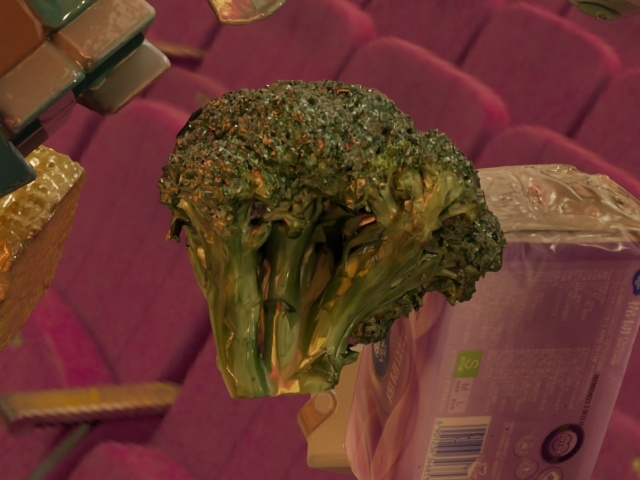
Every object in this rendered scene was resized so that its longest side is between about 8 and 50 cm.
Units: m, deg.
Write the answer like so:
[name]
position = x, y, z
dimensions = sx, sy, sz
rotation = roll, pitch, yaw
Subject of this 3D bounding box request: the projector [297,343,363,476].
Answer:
[projector]
position = 0.091, 0.240, 1.850
dimensions = 0.242, 0.177, 0.163
rotation = -10, -21, 35

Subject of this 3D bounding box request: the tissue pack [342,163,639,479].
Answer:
[tissue pack]
position = 0.173, 0.098, 1.304
dimensions = 0.242, 0.338, 0.160
rotation = -1, 28, -22

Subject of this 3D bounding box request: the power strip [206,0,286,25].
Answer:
[power strip]
position = -0.096, -0.252, 0.754
dimensions = 0.167, 0.054, 0.253
rotation = 58, -4, 41

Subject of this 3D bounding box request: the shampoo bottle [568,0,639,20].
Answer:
[shampoo bottle]
position = 0.356, -0.315, 1.308
dimensions = 0.222, 0.151, 0.349
rotation = 16, -6, -19

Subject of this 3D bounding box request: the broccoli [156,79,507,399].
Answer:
[broccoli]
position = 0.000, 0.000, 0.973
dimensions = 0.265, 0.245, 0.294
rotation = 6, -4, 38

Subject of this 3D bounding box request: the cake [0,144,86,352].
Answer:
[cake]
position = -0.466, -0.019, 1.568
dimensions = 0.286, 0.222, 0.227
rotation = 26, 38, 0

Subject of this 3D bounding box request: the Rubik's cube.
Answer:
[Rubik's cube]
position = -0.370, -0.223, 1.314
dimensions = 0.368, 0.358, 0.387
rotation = 40, -14, 24
